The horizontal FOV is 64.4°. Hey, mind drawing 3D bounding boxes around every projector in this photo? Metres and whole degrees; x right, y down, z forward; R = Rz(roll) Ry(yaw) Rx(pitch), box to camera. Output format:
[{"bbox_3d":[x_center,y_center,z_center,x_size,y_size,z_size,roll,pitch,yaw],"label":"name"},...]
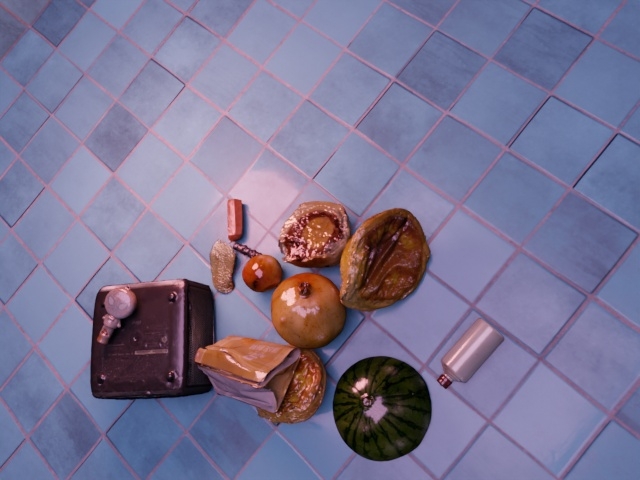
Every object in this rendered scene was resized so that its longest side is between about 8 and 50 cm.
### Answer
[{"bbox_3d":[-0.603,0.362,1.836,0.394,0.242,0.406,-6,76,14],"label":"projector"}]

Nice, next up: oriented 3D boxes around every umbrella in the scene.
[{"bbox_3d":[-0.267,0.046,1.921,0.143,0.040,0.037,24,51,21],"label":"umbrella"}]

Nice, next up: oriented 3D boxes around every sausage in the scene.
[{"bbox_3d":[-0.330,-0.072,1.953,0.065,0.065,0.170,-8,75,14],"label":"sausage"}]

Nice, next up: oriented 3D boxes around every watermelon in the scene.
[{"bbox_3d":[0.186,0.536,1.604,0.330,0.189,0.331,-3,81,19],"label":"watermelon"}]

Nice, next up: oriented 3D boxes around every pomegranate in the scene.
[{"bbox_3d":[-0.042,0.233,1.689,0.264,0.264,0.265,-4,76,15],"label":"pomegranate"}]

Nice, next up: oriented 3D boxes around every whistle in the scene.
[{"bbox_3d":[-0.698,0.251,1.736,0.107,0.057,0.220,25,90,6],"label":"whistle"}]

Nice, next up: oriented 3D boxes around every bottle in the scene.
[{"bbox_3d":[0.461,0.365,1.601,0.104,0.104,0.245,41,90,20],"label":"bottle"}]

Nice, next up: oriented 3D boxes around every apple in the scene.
[{"bbox_3d":[-0.210,0.123,1.830,0.146,0.146,0.147,-4,76,15],"label":"apple"}]

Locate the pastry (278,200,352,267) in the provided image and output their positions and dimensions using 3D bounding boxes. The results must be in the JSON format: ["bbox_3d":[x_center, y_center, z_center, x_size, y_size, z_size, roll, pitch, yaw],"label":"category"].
[{"bbox_3d":[-0.006,-0.005,1.797,0.255,0.170,0.237,-6,55,23],"label":"pastry"}]

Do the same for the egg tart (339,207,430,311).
[{"bbox_3d":[0.202,0.060,1.683,0.153,0.339,0.352,27,114,58],"label":"egg tart"}]

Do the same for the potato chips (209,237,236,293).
[{"bbox_3d":[-0.369,0.094,1.938,0.142,0.026,0.209,-32,73,21],"label":"potato chips"}]

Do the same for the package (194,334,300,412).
[{"bbox_3d":[-0.256,0.415,1.692,0.311,0.165,0.221,5,61,38],"label":"package"}]

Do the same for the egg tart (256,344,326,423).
[{"bbox_3d":[-0.102,0.493,1.728,0.296,0.132,0.297,-13,56,20],"label":"egg tart"}]
